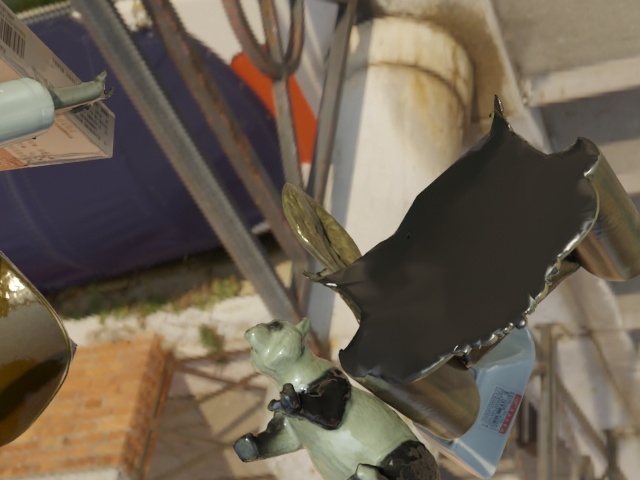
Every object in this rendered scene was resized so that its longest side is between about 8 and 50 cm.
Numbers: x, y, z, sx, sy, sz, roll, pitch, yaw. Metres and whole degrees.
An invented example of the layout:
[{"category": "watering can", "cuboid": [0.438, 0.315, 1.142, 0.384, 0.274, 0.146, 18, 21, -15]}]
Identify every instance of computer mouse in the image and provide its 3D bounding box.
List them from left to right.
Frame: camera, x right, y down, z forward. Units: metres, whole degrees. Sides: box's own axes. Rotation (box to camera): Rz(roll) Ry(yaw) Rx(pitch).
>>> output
[{"category": "computer mouse", "cuboid": [-0.346, 0.043, 1.004, 0.158, 0.310, 0.072, -50, 162, 7]}]

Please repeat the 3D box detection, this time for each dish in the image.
[{"category": "dish", "cuboid": [0.198, 0.190, 1.561, 0.064, 0.154, 0.234, 12, 100, -39]}]

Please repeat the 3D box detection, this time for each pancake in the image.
[{"category": "pancake", "cuboid": [0.000, 0.000, 1.955, 0.050, 0.242, 0.242, -42, 121, 11]}]

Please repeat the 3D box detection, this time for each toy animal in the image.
[{"category": "toy animal", "cuboid": [0.012, 0.161, 0.972, 0.225, 0.121, 0.094, 44, 128, 1]}]

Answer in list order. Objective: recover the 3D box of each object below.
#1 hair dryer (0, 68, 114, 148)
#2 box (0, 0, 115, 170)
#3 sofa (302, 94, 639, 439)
[{"category": "hair dryer", "cuboid": [-0.286, -0.061, 0.834, 0.107, 0.357, 0.173, 15, 119, 43]}, {"category": "box", "cuboid": [-0.389, -0.165, 1.237, 0.214, 0.069, 0.353, -6, 160, 13]}, {"category": "sofa", "cuboid": [0.148, 0.043, 0.952, 0.258, 0.182, 0.200, -43, 142, 5]}]
